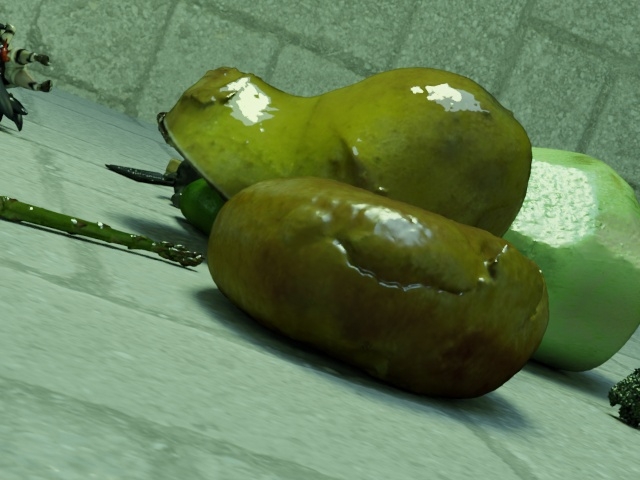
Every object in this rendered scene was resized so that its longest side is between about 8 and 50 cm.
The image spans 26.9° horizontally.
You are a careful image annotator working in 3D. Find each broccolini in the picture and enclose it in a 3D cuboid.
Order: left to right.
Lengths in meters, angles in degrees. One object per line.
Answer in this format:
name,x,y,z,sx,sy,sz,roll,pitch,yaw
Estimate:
broccolini,0.435,0.217,1.591,0.216,0.067,0.058,29,5,-26

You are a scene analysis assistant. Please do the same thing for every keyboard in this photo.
keyboard,-0.280,-0.105,2.186,0.067,0.011,0.202,22,5,16

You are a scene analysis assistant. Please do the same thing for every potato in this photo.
potato,0.053,-0.116,1.601,0.397,0.296,0.290,46,12,11

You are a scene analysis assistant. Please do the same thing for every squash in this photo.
squash,-0.121,-0.035,1.722,0.082,0.082,0.292,19,6,-24

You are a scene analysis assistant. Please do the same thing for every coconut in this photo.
coconut,0.311,0.021,1.787,0.328,0.281,0.328,22,20,-8

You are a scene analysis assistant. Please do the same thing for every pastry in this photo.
pastry,0.057,0.033,1.313,0.356,0.163,0.356,20,8,-3

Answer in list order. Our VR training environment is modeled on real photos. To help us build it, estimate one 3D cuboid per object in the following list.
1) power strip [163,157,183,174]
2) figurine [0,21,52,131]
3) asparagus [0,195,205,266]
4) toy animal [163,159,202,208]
power strip,-0.144,-0.077,2.265,0.305,0.044,0.064,25,5,30
figurine,-0.537,-0.277,2.083,0.197,0.175,0.265,13,1,-27
asparagus,-0.221,-0.007,1.359,0.248,0.024,0.025,17,49,-39
toy animal,-0.107,-0.063,2.010,0.270,0.082,0.137,15,10,-17
